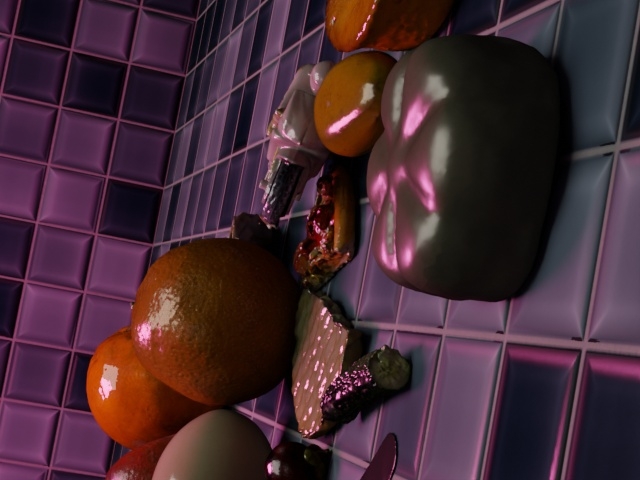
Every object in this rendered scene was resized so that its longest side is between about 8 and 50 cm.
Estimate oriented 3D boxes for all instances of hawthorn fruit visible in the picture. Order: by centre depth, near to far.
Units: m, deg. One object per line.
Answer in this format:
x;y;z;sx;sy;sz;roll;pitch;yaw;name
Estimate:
-0.270;0.414;2.228;0.199;0.251;0.199;-23;63;58;hawthorn fruit

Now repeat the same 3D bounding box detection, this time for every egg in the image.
-0.150;0.359;1.933;0.186;0.186;0.241;123;164;-56;egg

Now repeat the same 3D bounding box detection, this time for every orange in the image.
-0.157;0.120;2.006;0.264;0.264;0.264;-168;90;-76;orange
-0.293;0.259;2.430;0.261;0.261;0.261;-168;90;-76;orange

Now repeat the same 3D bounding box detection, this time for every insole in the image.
0.049;0.309;1.570;0.080;0.003;0.232;-97;23;-50;insole

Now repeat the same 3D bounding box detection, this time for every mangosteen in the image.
-0.033;0.297;1.746;0.081;0.081;0.081;-168;90;-76;mangosteen

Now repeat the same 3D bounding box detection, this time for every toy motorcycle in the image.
-0.019;-0.167;1.943;0.340;0.108;0.222;-73;5;-68;toy motorcycle

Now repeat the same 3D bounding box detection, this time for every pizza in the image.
0.000;0.000;1.899;0.201;0.053;0.193;-103;28;-58;pizza

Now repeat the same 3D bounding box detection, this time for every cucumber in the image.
0.049;0.170;1.576;0.187;0.058;0.058;134;145;-63;cucumber

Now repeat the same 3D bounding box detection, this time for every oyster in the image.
-0.151;0.059;2.315;0.351;0.115;0.237;-149;72;-75;oyster

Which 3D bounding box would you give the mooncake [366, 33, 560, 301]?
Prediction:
0.130;-0.070;1.304;0.275;0.135;0.275;-173;90;-76;mooncake

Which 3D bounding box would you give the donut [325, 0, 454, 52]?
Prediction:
0.107;-0.369;1.674;0.303;0.110;0.302;-166;90;-75;donut

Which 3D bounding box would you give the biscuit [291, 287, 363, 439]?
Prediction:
0.000;0.172;1.799;0.273;0.036;0.187;-132;55;-72;biscuit

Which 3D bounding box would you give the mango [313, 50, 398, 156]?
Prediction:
0.058;-0.177;1.743;0.195;0.098;0.137;-177;101;-69;mango
